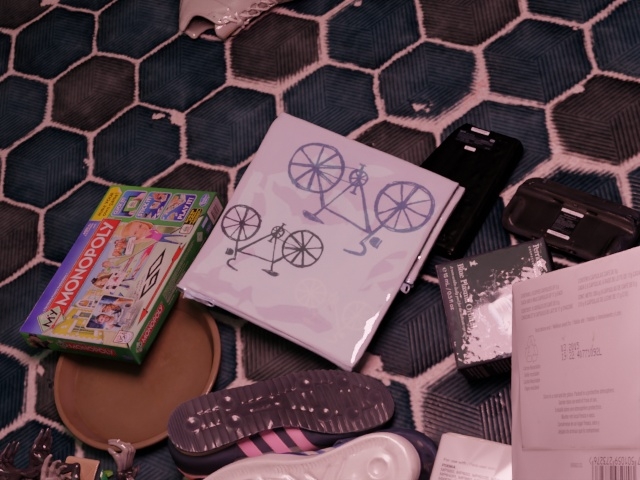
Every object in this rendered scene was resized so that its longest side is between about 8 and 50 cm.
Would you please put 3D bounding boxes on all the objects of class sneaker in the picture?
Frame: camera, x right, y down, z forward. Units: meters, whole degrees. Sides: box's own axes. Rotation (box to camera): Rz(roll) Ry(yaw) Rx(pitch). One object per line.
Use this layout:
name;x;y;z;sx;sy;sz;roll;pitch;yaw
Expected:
sneaker;-0.057;0.265;1.810;0.319;0.131;0.112;-6;52;-10
sneaker;-0.136;-0.414;2.277;0.262;0.099;0.121;-6;65;27
sneaker;0.006;0.330;1.671;0.323;0.236;0.130;-20;74;13

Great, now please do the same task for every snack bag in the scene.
snack bag;0.000;0.000;1.915;0.323;0.037;0.342;24;73;20

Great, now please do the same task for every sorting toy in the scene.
sorting toy;-0.349;0.356;1.913;0.083;0.012;0.062;5;64;23

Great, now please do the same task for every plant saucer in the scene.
plant saucer;-0.276;0.199;1.967;0.278;0.041;0.277;-10;57;16

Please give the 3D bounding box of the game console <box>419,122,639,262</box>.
game console;0.291;-0.042;1.902;0.361;0.044;0.213;22;71;31

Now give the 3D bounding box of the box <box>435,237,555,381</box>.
box;0.256;0.097;1.776;0.158;0.093;0.156;-15;69;12

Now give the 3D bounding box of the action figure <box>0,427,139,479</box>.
action figure;-0.341;0.353;1.810;0.276;0.164;0.141;22;105;34

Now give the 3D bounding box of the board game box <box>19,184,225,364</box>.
board game box;-0.309;0.045;2.032;0.214;0.046;0.317;6;51;27

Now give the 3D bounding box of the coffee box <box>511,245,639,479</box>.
coffee box;0.425;0.198;1.387;0.334;0.337;0.338;3;81;-16

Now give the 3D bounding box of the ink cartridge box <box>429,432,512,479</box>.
ink cartridge box;0.187;0.399;1.565;0.114;0.197;0.272;6;62;23
